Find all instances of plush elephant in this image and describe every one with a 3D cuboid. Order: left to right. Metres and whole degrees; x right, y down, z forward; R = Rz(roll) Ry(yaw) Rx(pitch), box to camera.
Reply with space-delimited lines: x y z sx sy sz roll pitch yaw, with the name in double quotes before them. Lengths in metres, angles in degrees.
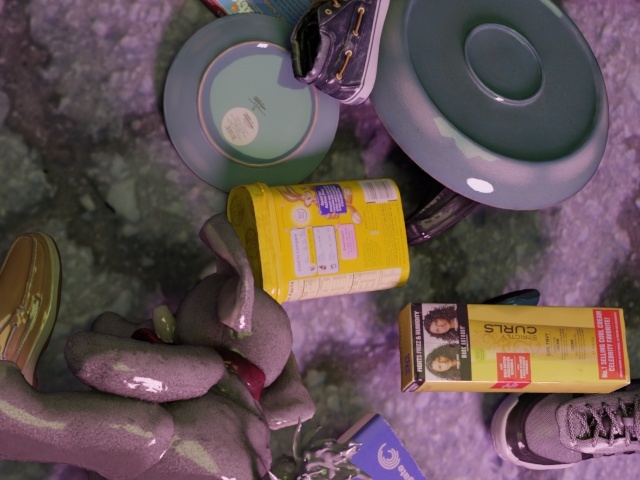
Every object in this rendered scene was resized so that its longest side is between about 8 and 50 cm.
"plush elephant" -0.123 0.128 1.010 0.330 0.255 0.272 -7 130 6

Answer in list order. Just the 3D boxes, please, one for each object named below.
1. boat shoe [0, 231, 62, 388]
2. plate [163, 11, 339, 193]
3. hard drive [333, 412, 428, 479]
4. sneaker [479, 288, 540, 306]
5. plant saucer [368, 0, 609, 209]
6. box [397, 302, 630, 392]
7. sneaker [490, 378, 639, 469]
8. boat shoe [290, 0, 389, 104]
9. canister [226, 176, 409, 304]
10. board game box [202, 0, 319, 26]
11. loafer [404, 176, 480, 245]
"boat shoe" -0.283 0.080 1.014 0.072 0.068 0.190 19 75 -45
"plate" -0.065 -0.138 1.157 0.188 0.024 0.188 -1 94 -20
"hard drive" -0.001 0.348 1.088 0.318 0.040 0.210 -39 101 -25
"sneaker" 0.185 0.101 1.245 0.144 0.053 0.059 -31 93 -15
"plant saucer" 0.191 -0.185 1.238 0.317 0.044 0.317 11 61 -21
"box" 0.199 0.113 1.181 0.232 0.058 0.087 3 72 -10
"sneaker" 0.328 0.195 1.242 0.268 0.153 0.101 -2 84 -25
"boat shoe" 0.020 -0.235 1.159 0.083 0.065 0.183 17 73 -42
"canister" 0.000 0.000 1.162 0.170 0.073 0.126 -6 87 -27
"board game box" -0.090 -0.312 1.183 0.281 0.027 0.145 45 67 -14
"loafer" 0.153 -0.078 1.244 0.078 0.076 0.223 49 62 -6
